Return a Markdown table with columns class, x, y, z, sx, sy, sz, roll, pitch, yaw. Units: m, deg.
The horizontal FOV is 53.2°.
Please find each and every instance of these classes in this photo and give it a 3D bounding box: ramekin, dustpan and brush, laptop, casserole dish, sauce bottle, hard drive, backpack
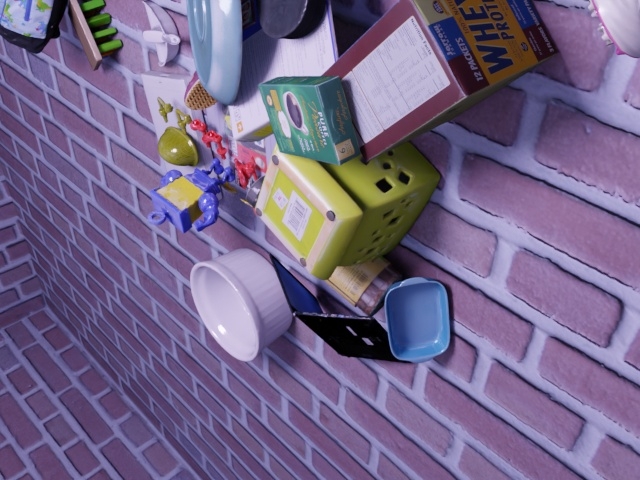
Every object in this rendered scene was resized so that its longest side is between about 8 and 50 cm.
| class | x | y | z | sx | sy | sz | roll | pitch | yaw |
| --- | --- | --- | --- | --- | --- | --- | --- | --- | --- |
| ramekin | -0.196 | 0.153 | 1.617 | 0.277 | 0.135 | 0.277 | 31 | 136 | 35 |
| dustpan and brush | -0.350 | -0.456 | 1.426 | 0.211 | 0.060 | 0.147 | 20 | 129 | 44 |
| laptop | 0.041 | 0.140 | 1.309 | 0.264 | 0.136 | 0.234 | 0 | 152 | 29 |
| casserole dish | 0.176 | 0.140 | 1.170 | 0.037 | 0.114 | 0.188 | -99 | -1 | -61 |
| sauce bottle | 0.000 | 0.000 | 1.242 | 0.344 | 0.111 | 0.111 | 41 | 142 | 13 |
| hard drive | -0.345 | -0.259 | 1.588 | 0.203 | 0.040 | 0.307 | 20 | 129 | 43 |
| backpack | -0.700 | -0.690 | 1.538 | 0.355 | 0.273 | 0.290 | -30 | 49 | 43 |

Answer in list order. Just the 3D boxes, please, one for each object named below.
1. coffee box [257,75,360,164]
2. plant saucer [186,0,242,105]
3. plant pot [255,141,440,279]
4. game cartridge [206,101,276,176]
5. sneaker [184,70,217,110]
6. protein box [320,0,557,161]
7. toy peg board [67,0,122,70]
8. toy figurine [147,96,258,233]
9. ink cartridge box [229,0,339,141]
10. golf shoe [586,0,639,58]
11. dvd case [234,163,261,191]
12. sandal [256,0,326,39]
| class | x | y | z | sx | sy | sz | roll | pitch | yaw |
| --- | --- | --- | --- | --- | --- | --- | --- | --- | --- |
| coffee box | -0.019 | -0.172 | 0.895 | 0.184 | 0.040 | 0.113 | 22 | 134 | 59 |
| plant saucer | -0.187 | -0.387 | 1.074 | 0.317 | 0.043 | 0.317 | 173 | 90 | -73 |
| plant pot | 0.027 | -0.080 | 1.095 | 0.227 | 0.207 | 0.228 | 48 | 143 | 17 |
| game cartridge | -0.142 | -0.239 | 1.333 | 0.294 | 0.060 | 0.196 | 29 | 131 | 38 |
| sneaker | -0.215 | -0.347 | 1.279 | 0.185 | 0.069 | 0.084 | -48 | 46 | 15 |
| protein box | 0.148 | -0.229 | 0.832 | 0.201 | 0.200 | 0.136 | -27 | 92 | 56 |
| toy peg board | -0.586 | -0.544 | 1.670 | 0.160 | 0.079 | 0.161 | 11 | 124 | 67 |
| toy figurine | -0.311 | -0.131 | 1.398 | 0.362 | 0.217 | 0.191 | 35 | 155 | 26 |
| ink cartridge box | -0.063 | -0.350 | 1.047 | 0.307 | 0.072 | 0.303 | -13 | 82 | 49 |
| golf shoe | 0.309 | -0.346 | 0.640 | 0.140 | 0.115 | 0.306 | -20 | 105 | 45 |
| dvd case | -0.154 | -0.141 | 1.453 | 0.119 | 0.013 | 0.087 | 36 | 139 | 33 |
| sandal | -0.081 | -0.517 | 0.908 | 0.167 | 0.107 | 0.446 | -11 | 87 | 51 |
